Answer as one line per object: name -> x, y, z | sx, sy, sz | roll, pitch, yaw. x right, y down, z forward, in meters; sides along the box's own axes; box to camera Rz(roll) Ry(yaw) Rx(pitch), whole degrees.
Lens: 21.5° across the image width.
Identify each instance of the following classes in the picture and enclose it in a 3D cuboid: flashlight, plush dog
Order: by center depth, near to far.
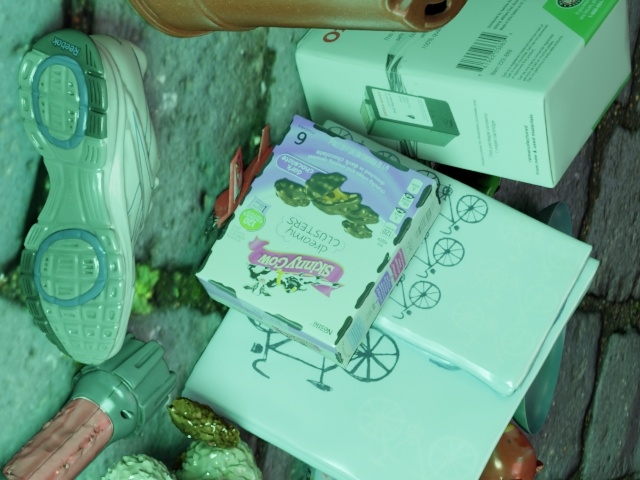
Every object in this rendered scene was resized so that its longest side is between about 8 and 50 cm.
flashlight -> -0.238, 0.193, 1.450 | 0.304, 0.103, 0.103 | -46, 133, -39
plush dog -> -0.107, 0.281, 1.613 | 0.225, 0.210, 0.262 | -85, -177, -54

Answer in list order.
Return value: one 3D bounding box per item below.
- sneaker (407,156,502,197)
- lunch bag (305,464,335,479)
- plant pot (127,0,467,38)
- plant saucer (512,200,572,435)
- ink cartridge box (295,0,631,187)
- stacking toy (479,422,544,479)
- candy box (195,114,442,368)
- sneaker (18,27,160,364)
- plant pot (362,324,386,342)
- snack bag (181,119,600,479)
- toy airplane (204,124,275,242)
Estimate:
sneaker -> 0.164, -0.090, 1.953 | 0.343, 0.146, 0.134 | -43, 134, -44
lunch bag -> 0.010, 0.266, 1.920 | 0.083, 0.053, 0.071 | -22, 121, -65
plant pot -> -0.005, -0.300, 1.493 | 0.272, 0.265, 0.272 | -27, 123, -53
plant saucer -> 0.289, 0.102, 2.259 | 0.317, 0.043, 0.318 | 7, 90, -73
ink cartridge box -> 0.152, -0.188, 1.764 | 0.211, 0.289, 0.121 | -51, 143, -36
stacking toy -> 0.159, 0.255, 2.081 | 0.309, 0.130, 0.279 | -37, 130, -48
candy box -> 0.000, 0.000, 1.656 | 0.196, 0.165, 0.070 | -59, 161, -14
sneaker -> -0.184, -0.037, 1.457 | 0.129, 0.111, 0.297 | -23, 121, -60
plant pot -> 0.042, 0.117, 1.791 | 0.174, 0.191, 0.191 | -58, 143, -23
snack bag -> 0.062, 0.084, 1.687 | 0.342, 0.323, 0.037 | -59, 167, -15
toy airplane -> -0.075, -0.058, 1.687 | 0.151, 0.028, 0.151 | -50, 155, -33
